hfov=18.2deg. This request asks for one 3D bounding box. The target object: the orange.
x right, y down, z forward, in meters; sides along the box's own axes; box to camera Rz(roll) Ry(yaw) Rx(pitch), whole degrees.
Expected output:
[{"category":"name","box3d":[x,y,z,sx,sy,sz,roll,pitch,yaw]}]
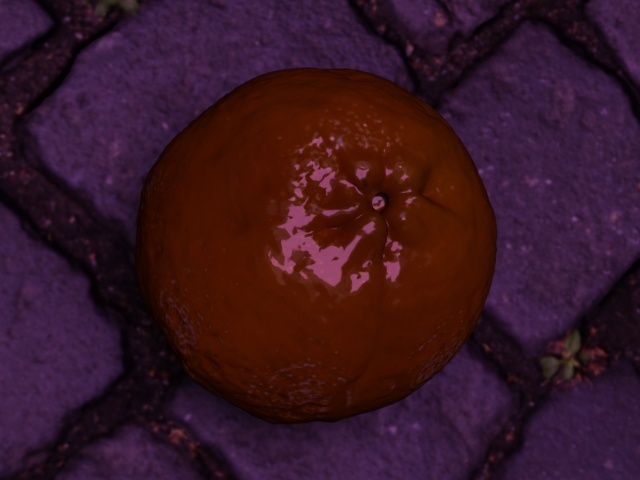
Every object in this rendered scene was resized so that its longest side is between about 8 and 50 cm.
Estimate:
[{"category":"orange","box3d":[0.000,0.000,1.854,0.340,0.293,0.341,5,73,-16]}]
